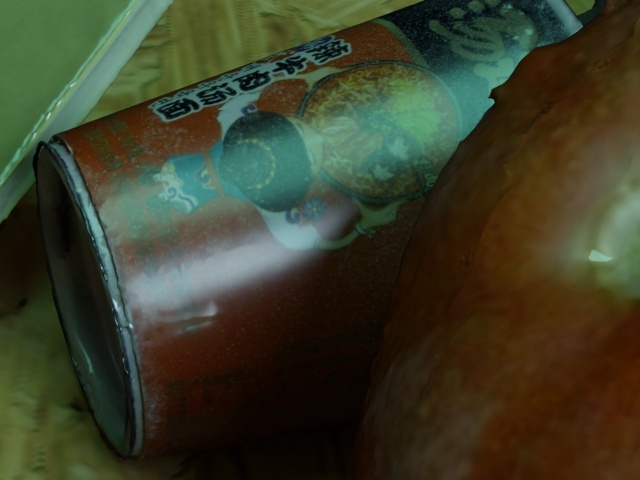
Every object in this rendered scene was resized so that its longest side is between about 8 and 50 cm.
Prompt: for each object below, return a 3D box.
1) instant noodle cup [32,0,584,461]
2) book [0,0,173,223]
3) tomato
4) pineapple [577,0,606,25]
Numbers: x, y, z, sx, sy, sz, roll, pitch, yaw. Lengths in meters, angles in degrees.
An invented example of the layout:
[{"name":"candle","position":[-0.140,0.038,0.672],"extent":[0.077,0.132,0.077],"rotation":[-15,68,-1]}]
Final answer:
[{"name":"instant noodle cup","position":[0.000,-0.001,0.530],"extent":[0.135,0.127,0.127],"rotation":[-14,38,-16]},{"name":"book","position":[-0.150,-0.046,0.571],"extent":[0.168,0.013,0.192],"rotation":[25,67,26]},{"name":"tomato","position":[0.116,0.044,0.404],"extent":[0.184,0.208,0.208],"rotation":[42,17,-33]},{"name":"pineapple","position":[0.257,-0.133,0.759],"extent":[0.165,0.166,0.364],"rotation":[28,47,28]}]
